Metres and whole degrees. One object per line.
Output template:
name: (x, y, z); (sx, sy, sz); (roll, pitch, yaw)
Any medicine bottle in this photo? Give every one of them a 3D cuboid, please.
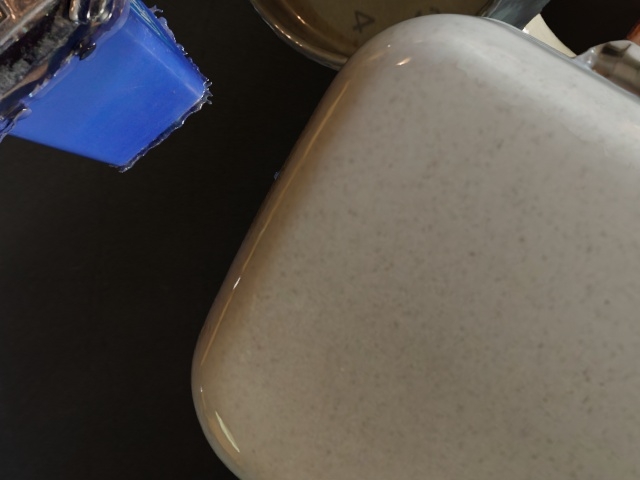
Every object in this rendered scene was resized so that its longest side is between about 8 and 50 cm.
medicine bottle: (0.133, 0.079, 0.507); (0.375, 0.123, 0.282); (33, 109, 14)

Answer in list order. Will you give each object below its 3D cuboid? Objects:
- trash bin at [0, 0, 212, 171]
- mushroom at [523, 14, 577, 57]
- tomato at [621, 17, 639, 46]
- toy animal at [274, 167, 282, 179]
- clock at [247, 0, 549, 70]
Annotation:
trash bin: (-0.209, -0.146, 0.901); (0.184, 0.234, 0.162); (-39, 71, 9)
mushroom: (0.235, -0.189, 1.265); (0.108, 0.247, 0.096); (-12, 45, 38)
tomato: (0.564, -0.263, 1.667); (0.309, 0.309, 0.170); (-48, 69, 15)
toy animal: (0.000, 0.000, 1.978); (0.255, 0.239, 0.176); (34, 113, 2)
clock: (0.035, -0.233, 0.666); (0.280, 0.055, 0.281); (18, 117, 40)
